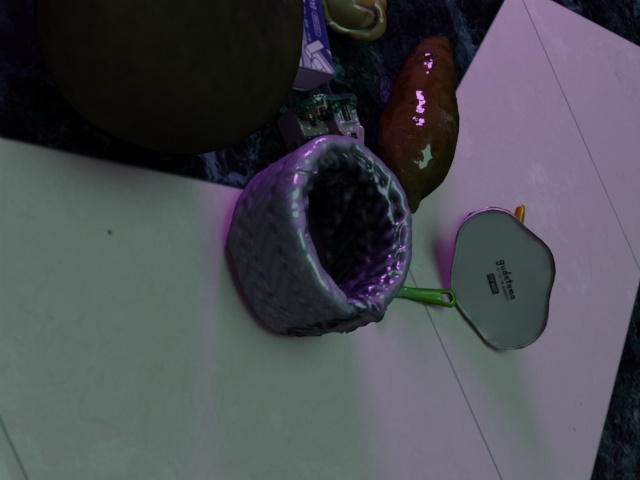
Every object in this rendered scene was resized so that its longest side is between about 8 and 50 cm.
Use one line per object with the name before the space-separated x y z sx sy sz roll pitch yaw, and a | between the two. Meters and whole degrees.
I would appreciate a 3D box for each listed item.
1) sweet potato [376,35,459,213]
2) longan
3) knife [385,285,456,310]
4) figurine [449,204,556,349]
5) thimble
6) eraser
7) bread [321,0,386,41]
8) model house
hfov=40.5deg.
sweet potato | 0.166 -0.217 1.390 0.130 0.130 0.422 38 45 -26
longan | -0.169 -0.249 0.975 0.319 0.319 0.319 16 64 -37
knife | 0.143 0.076 1.320 0.166 0.023 0.078 12 73 -37
figurine | 0.288 0.042 1.429 0.141 0.167 0.250 -90 171 -69
thimble | 0.000 0.000 1.132 0.217 0.157 0.245 6 70 -38
eraser | -0.058 -0.332 1.264 0.124 0.068 0.210 2 72 -41
bread | 0.041 -0.427 1.378 0.134 0.081 0.225 16 66 -32
model house | 0.005 -0.148 1.237 0.101 0.088 0.100 -11 81 -40
